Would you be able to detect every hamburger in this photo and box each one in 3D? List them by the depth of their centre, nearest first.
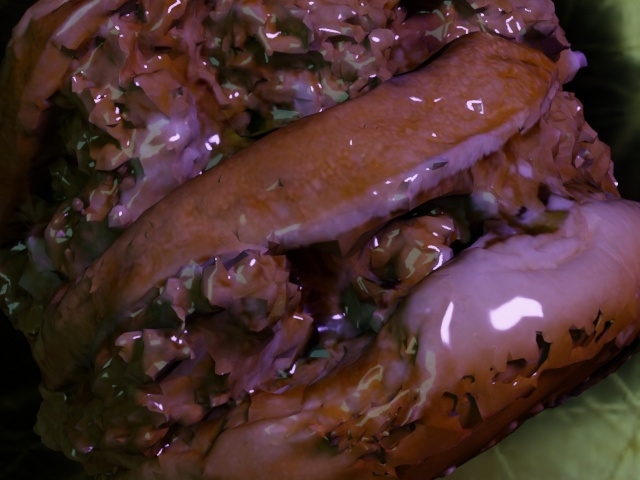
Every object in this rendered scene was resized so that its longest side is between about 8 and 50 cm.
[{"bbox_3d":[-0.010,-0.003,0.564,0.245,0.260,0.211,-35,80,14],"label":"hamburger"}]
